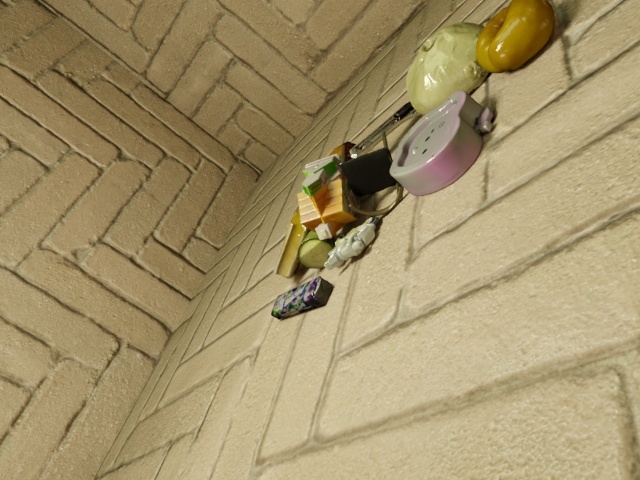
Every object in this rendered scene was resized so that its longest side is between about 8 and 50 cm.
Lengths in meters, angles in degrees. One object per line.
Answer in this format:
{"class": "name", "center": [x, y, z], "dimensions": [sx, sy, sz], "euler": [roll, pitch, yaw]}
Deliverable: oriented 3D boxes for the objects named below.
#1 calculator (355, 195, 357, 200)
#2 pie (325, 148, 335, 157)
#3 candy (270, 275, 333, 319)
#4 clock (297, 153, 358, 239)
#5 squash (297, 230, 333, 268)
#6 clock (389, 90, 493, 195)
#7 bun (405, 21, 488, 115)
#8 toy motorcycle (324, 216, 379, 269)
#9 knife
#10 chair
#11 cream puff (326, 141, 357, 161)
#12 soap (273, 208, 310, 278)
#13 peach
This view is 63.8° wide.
{"class": "calculator", "center": [0.112, -0.176, 1.964], "dimensions": [0.024, 0.103, 0.166], "euler": [-11, -29, -37]}
{"class": "pie", "center": [0.051, -0.308, 2.261], "dimensions": [0.052, 0.185, 0.218], "euler": [11, 59, 31]}
{"class": "candy", "center": [-0.071, 0.200, 1.746], "dimensions": [0.312, 0.061, 0.088], "euler": [-28, 32, 53]}
{"class": "clock", "center": [0.026, -0.136, 1.777], "dimensions": [0.166, 0.235, 0.309], "euler": [-17, 21, 19]}
{"class": "squash", "center": [-0.002, 0.016, 1.891], "dimensions": [0.137, 0.137, 0.287], "euler": [-48, 6, 16]}
{"class": "clock", "center": [0.358, -0.289, 1.538], "dimensions": [0.338, 0.102, 0.338], "euler": [-46, 19, 21]}
{"class": "bun", "center": [0.442, -0.626, 1.818], "dimensions": [0.364, 0.202, 0.364], "euler": [-45, 21, 23]}
{"class": "toy motorcycle", "center": [0.103, 0.011, 1.653], "dimensions": [0.228, 0.074, 0.151], "euler": [-39, 15, 12]}
{"class": "knife", "center": [0.259, -0.432, 1.975], "dimensions": [0.365, 0.043, 0.089], "euler": [-38, 47, -6]}
{"class": "chair", "center": [0.172, -0.222, 1.724], "dimensions": [0.188, 0.166, 0.272], "euler": [-18, 34, 15]}
{"class": "cream puff", "center": [0.094, -0.279, 2.085], "dimensions": [0.239, 0.165, 0.239], "euler": [-45, 19, 20]}
{"class": "soap", "center": [-0.094, 0.008, 1.971], "dimensions": [0.160, 0.080, 0.258], "euler": [-41, -28, -80]}
{"class": "peach", "center": [0.576, -0.613, 1.540], "dimensions": [0.251, 0.153, 0.251], "euler": [-46, 12, 12]}
